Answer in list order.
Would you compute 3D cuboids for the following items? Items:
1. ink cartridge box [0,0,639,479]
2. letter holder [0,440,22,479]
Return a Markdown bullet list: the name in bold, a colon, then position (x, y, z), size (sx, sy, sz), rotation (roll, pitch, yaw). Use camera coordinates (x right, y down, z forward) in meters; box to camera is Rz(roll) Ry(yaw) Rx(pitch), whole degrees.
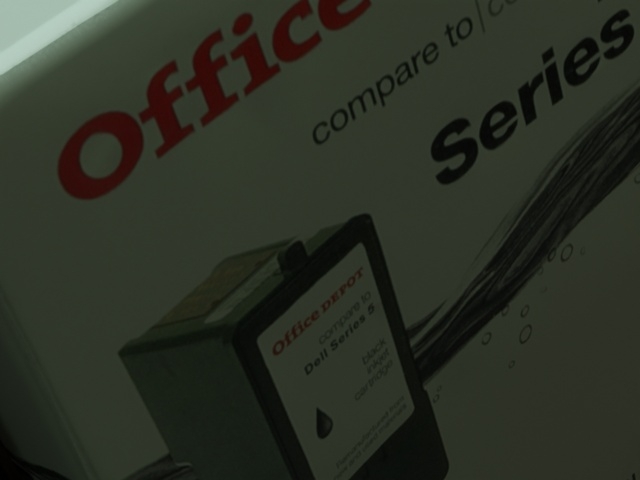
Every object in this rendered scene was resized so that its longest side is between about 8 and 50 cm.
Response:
- **ink cartridge box**: position (0.000, 0.000, 0.468), size (0.198, 0.273, 0.114), rotation (-38, 45, -20)
- **letter holder**: position (-0.105, 0.105, 0.372), size (0.214, 0.302, 0.152), rotation (-1, 44, 19)
